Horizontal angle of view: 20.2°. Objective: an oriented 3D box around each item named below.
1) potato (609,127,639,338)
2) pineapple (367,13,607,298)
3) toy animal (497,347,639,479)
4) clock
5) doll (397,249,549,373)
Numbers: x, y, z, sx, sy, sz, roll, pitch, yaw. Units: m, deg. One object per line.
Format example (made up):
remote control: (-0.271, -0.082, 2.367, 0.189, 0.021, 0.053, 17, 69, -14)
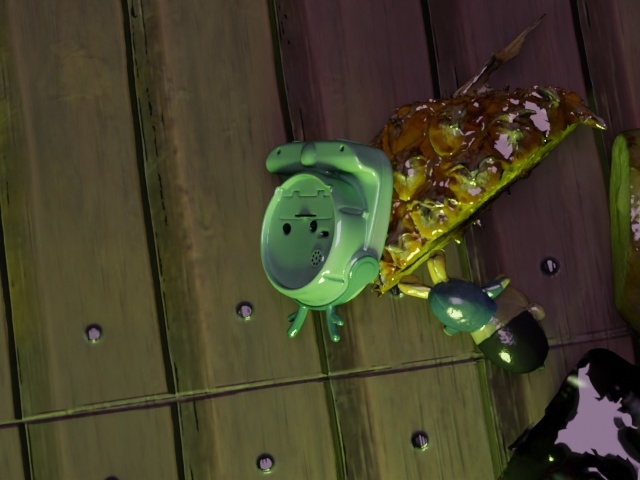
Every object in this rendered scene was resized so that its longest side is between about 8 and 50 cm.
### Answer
potato: (0.381, 0.018, 1.869, 0.176, 0.141, 0.298, -21, 72, -14)
pineapple: (0.147, -0.105, 1.892, 0.334, 0.161, 0.158, -35, 78, -1)
toy animal: (0.324, 0.246, 1.802, 0.267, 0.212, 0.212, 41, 84, 6)
clock: (0.000, 0.000, 1.883, 0.066, 0.159, 0.211, 11, 82, -39)
doll: (0.172, 0.077, 1.887, 0.179, 0.089, 0.102, 42, 123, -9)
